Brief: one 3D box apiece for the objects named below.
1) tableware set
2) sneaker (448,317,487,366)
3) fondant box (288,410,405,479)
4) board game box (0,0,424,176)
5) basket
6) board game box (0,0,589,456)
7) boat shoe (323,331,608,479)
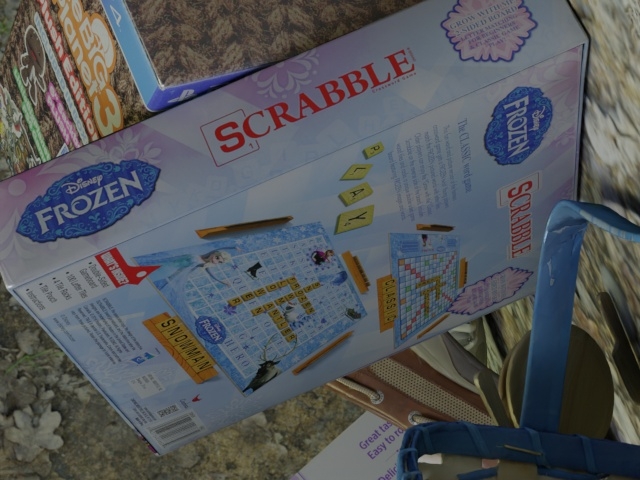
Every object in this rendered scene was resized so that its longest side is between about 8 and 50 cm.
[{"bbox_3d":[0.162,0.144,0.908,0.039,0.128,0.194,-15,100,55],"label":"tableware set"},{"bbox_3d":[0.083,0.061,1.393,0.257,0.169,0.447,-114,4,-61],"label":"sneaker"},{"bbox_3d":[0.112,0.317,1.315,0.330,0.238,0.096,43,167,29],"label":"fondant box"},{"bbox_3d":[-0.058,-0.113,0.909,0.141,0.232,0.291,66,153,13],"label":"board game box"},{"bbox_3d":[0.142,0.131,0.730,0.255,0.201,0.289,-134,55,-82],"label":"basket"},{"bbox_3d":[0.000,0.000,0.867,0.318,0.318,0.066,73,174,-65],"label":"board game box"},{"bbox_3d":[0.121,0.162,1.167,0.324,0.116,0.123,38,175,24],"label":"boat shoe"}]
